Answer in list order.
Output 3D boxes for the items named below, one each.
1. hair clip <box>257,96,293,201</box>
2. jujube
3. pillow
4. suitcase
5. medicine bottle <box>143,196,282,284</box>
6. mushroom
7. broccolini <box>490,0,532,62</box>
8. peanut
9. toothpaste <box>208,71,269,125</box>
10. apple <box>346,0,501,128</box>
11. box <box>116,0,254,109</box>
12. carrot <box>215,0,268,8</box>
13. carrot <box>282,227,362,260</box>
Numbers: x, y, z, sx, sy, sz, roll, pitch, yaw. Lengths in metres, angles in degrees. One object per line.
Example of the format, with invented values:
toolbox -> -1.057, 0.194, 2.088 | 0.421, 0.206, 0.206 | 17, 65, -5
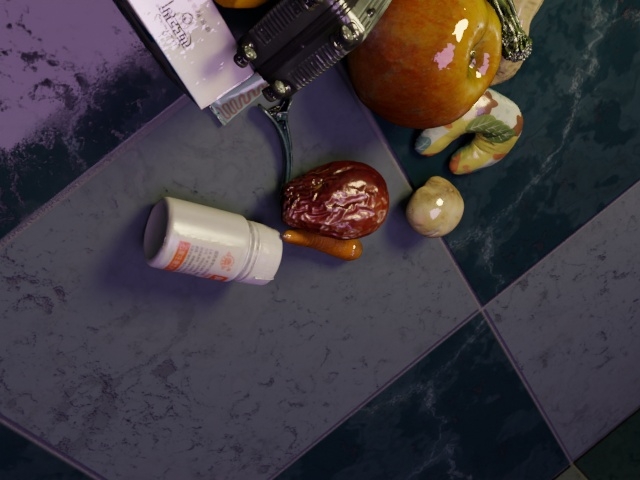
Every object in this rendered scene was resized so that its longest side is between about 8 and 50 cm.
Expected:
hair clip -> -0.076, -0.177, 1.394 | 0.070, 0.039, 0.230 | -20, 127, -17
jujube -> 0.026, -0.081, 1.431 | 0.236, 0.168, 0.168 | -5, 121, -18
pillow -> 0.337, -0.242, 1.538 | 0.233, 0.086, 0.214 | 23, 125, -38
suitcase -> 0.001, -0.356, 1.102 | 0.202, 0.312, 0.128 | -31, 111, 35
medicine bottle -> -0.211, 0.006, 1.369 | 0.252, 0.144, 0.145 | 11, 113, -32
mushroom -> 0.260, -0.074, 1.581 | 0.147, 0.112, 0.148 | -14, 124, -22
broccolini -> 0.346, -0.437, 1.327 | 0.091, 0.068, 0.203 | -28, 96, -36
peanut -> 0.387, -0.460, 1.412 | 0.136, 0.120, 0.299 | -22, 133, -43
toothpaste -> -0.117, -0.297, 1.304 | 0.205, 0.036, 0.056 | -37, 130, 2
apple -> 0.198, -0.349, 1.281 | 0.301, 0.301, 0.302 | -13, 123, -20
box -> -0.245, -0.368, 1.086 | 0.116, 0.203, 0.274 | -36, 129, -5
carrot -> -0.067, -0.455, 1.083 | 0.302, 0.114, 0.114 | -50, 139, -41
carrot -> -0.001, 0.000, 1.504 | 0.062, 0.066, 0.271 | -25, 153, 37
